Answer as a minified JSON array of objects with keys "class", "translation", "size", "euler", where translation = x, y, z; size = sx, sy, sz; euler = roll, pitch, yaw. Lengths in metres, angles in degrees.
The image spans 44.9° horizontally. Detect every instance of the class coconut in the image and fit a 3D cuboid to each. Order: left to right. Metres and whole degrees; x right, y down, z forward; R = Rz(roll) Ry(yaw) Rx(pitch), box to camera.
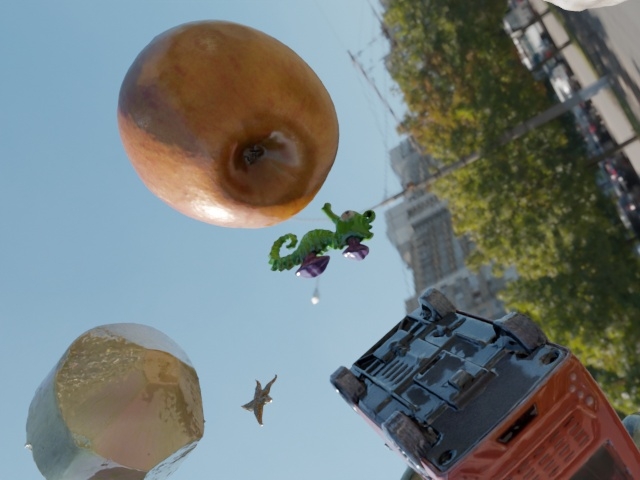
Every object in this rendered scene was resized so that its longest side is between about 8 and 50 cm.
[{"class":"coconut","translation":[-0.261,0.215,0.996],"size":[0.197,0.237,0.237],"euler":[18,-137,-30]}]

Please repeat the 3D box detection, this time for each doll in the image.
[{"class":"doll","translation":[0.000,0.000,1.189],"size":[0.050,0.190,0.115],"euler":[49,-157,-44]}]

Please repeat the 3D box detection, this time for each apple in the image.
[{"class":"apple","translation":[-0.126,-0.159,1.104],"size":[0.299,0.299,0.275],"euler":[40,-178,-45]}]

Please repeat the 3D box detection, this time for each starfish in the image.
[{"class":"starfish","translation":[-0.094,0.247,1.177],"size":[0.016,0.086,0.092],"euler":[28,-147,-26]}]

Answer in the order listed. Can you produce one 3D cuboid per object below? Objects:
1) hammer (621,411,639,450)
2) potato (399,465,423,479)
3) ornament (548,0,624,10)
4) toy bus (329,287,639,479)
[{"class":"hammer","translation":[0.430,0.294,0.898],"size":[0.113,0.202,0.305],"euler":[26,163,-3]},{"class":"potato","translation":[0.260,0.383,1.263],"size":[0.269,0.255,0.112],"euler":[16,-169,-9]},{"class":"ornament","translation":[0.372,-0.473,1.026],"size":[0.337,0.337,0.337],"euler":[49,-156,-31]},{"class":"toy bus","translation":[0.184,0.215,0.953],"size":[0.233,0.203,0.427],"euler":[51,172,-9]}]
